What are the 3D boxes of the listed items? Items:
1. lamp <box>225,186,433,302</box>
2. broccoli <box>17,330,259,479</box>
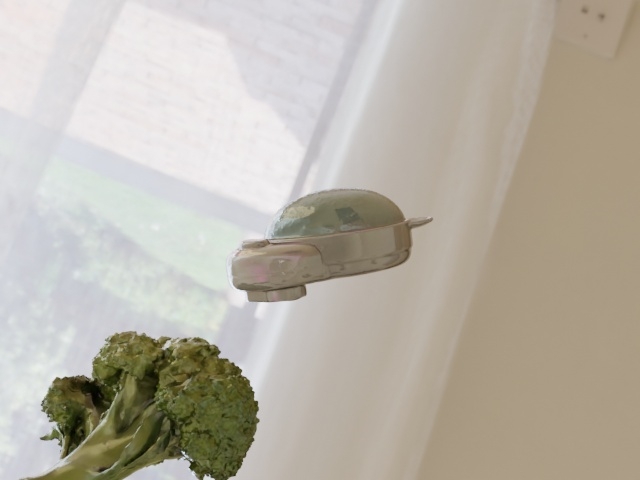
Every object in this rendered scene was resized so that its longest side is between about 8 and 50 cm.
[{"bbox_3d":[-0.001,-0.002,1.404,0.246,0.108,0.179,-18,-174,-35],"label":"lamp"},{"bbox_3d":[-0.233,0.195,1.360,0.302,0.186,0.254,-11,-162,-14],"label":"broccoli"}]
